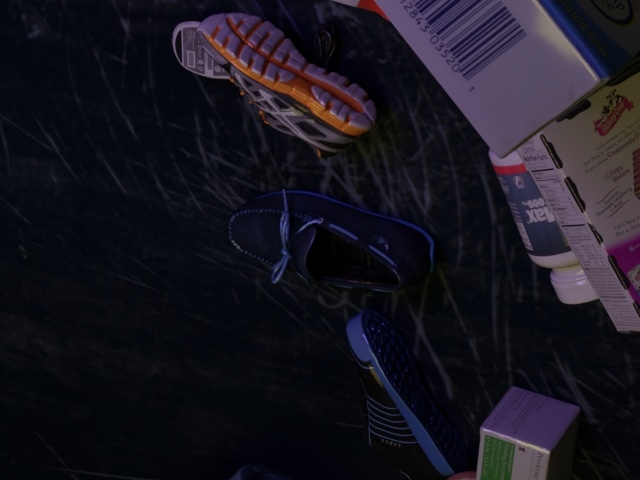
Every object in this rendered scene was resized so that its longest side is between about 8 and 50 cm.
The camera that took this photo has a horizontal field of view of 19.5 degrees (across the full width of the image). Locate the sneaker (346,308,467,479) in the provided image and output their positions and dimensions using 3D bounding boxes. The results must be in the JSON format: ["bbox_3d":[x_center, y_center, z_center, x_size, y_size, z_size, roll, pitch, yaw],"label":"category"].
[{"bbox_3d":[0.078,0.191,2.165,0.090,0.081,0.232,-23,104,31],"label":"sneaker"}]

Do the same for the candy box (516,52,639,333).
[{"bbox_3d":[0.312,-0.046,1.829,0.233,0.159,0.071,61,160,-10],"label":"candy box"}]

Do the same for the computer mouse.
[{"bbox_3d":[-0.072,-0.209,2.059,0.193,0.042,0.106,16,128,17],"label":"computer mouse"}]

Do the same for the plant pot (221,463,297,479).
[{"bbox_3d":[-0.078,0.401,2.281,0.293,0.293,0.196,37,102,9],"label":"plant pot"}]

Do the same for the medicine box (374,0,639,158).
[{"bbox_3d":[0.188,-0.265,1.700,0.263,0.289,0.149,51,132,-3],"label":"medicine box"}]

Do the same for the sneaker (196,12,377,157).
[{"bbox_3d":[-0.047,-0.163,1.997,0.215,0.084,0.083,36,135,-1],"label":"sneaker"}]

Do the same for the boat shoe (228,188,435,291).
[{"bbox_3d":[0.000,0.000,2.099,0.258,0.089,0.109,4,118,30],"label":"boat shoe"}]

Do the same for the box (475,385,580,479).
[{"bbox_3d":[0.231,0.238,2.082,0.087,0.102,0.101,16,122,21],"label":"box"}]

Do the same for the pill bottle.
[{"bbox_3d":[0.253,-0.032,1.912,0.108,0.108,0.180,-12,109,36],"label":"pill bottle"}]

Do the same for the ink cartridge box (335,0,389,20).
[{"bbox_3d":[0.050,-0.321,1.910,0.232,0.066,0.189,39,130,13],"label":"ink cartridge box"}]

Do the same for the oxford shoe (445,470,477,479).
[{"bbox_3d":[0.266,0.404,2.124,0.348,0.130,0.123,39,131,1],"label":"oxford shoe"}]
